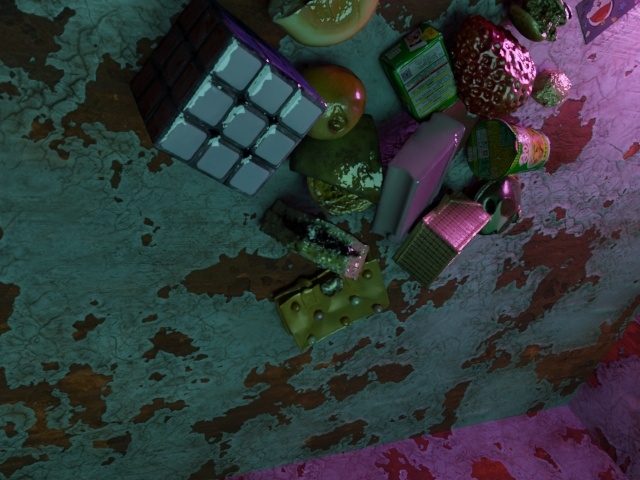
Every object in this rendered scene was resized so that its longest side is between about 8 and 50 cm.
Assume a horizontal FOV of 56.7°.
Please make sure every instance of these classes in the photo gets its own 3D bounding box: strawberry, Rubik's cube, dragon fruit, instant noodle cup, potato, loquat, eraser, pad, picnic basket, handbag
[{"bbox_3d":[0.504,-0.498,1.690,0.336,0.149,0.265,35,80,-47],"label":"strawberry"},{"bbox_3d":[-0.220,-0.336,1.395,0.304,0.305,0.301,-46,134,16],"label":"Rubik's cube"},{"bbox_3d":[0.623,-0.128,2.174,0.268,0.130,0.295,-4,129,-32],"label":"dragon fruit"},{"bbox_3d":[0.645,-0.302,1.988,0.232,0.207,0.207,-4,130,-34],"label":"instant noodle cup"},{"bbox_3d":[0.039,-0.225,1.694,0.254,0.112,0.270,-7,91,-5],"label":"potato"},{"bbox_3d":[0.010,-0.369,1.578,0.212,0.213,0.213,-15,133,-17],"label":"loquat"},{"bbox_3d":[0.290,-0.177,1.810,0.272,0.122,0.359,-49,163,-27],"label":"eraser"},{"bbox_3d":[0.924,-0.758,1.869,0.245,0.006,0.170,-38,135,7],"label":"pad"},{"bbox_3d":[0.411,-0.017,2.023,0.312,0.175,0.228,-36,164,-43],"label":"picnic basket"},{"bbox_3d":[0.044,0.218,2.162,0.400,0.133,0.283,-24,130,-8],"label":"handbag"}]

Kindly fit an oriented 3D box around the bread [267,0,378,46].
[{"bbox_3d":[0.004,-0.621,1.371,0.332,0.160,0.333,-16,136,-16],"label":"bread"}]

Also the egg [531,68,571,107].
[{"bbox_3d":[0.742,-0.493,1.920,0.140,0.118,0.116,-6,148,-13],"label":"egg"}]

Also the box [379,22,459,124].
[{"bbox_3d":[0.296,-0.474,1.704,0.180,0.103,0.250,-35,134,3],"label":"box"}]

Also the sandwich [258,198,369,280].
[{"bbox_3d":[0.000,0.001,1.796,0.262,0.325,0.131,26,94,-39],"label":"sandwich"}]

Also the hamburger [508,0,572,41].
[{"bbox_3d":[0.623,-0.637,1.701,0.184,0.159,0.131,38,101,-24],"label":"hamburger"}]

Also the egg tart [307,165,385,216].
[{"bbox_3d":[0.074,-0.191,1.794,0.232,0.098,0.252,42,84,-2],"label":"egg tart"}]
